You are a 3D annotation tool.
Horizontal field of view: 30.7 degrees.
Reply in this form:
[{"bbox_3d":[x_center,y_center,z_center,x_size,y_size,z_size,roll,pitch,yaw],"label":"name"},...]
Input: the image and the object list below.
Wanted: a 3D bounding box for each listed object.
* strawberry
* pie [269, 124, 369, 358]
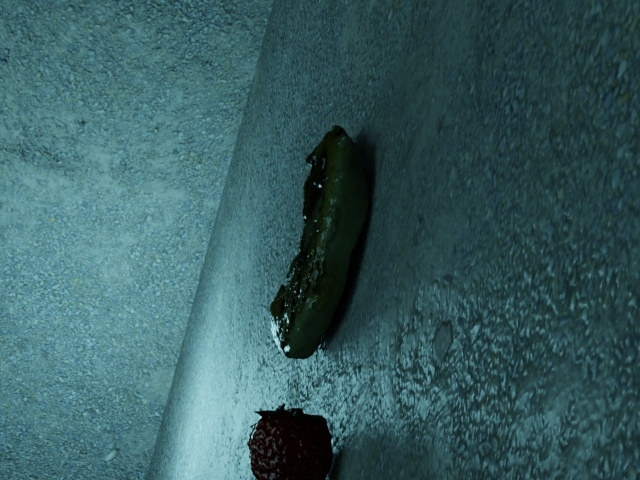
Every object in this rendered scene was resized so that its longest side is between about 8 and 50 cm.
[{"bbox_3d":[-0.046,0.301,1.587,0.131,0.131,0.148,-175,105,-78],"label":"strawberry"},{"bbox_3d":[0.000,0.000,1.790,0.296,0.078,0.371,161,122,-75],"label":"pie"}]
